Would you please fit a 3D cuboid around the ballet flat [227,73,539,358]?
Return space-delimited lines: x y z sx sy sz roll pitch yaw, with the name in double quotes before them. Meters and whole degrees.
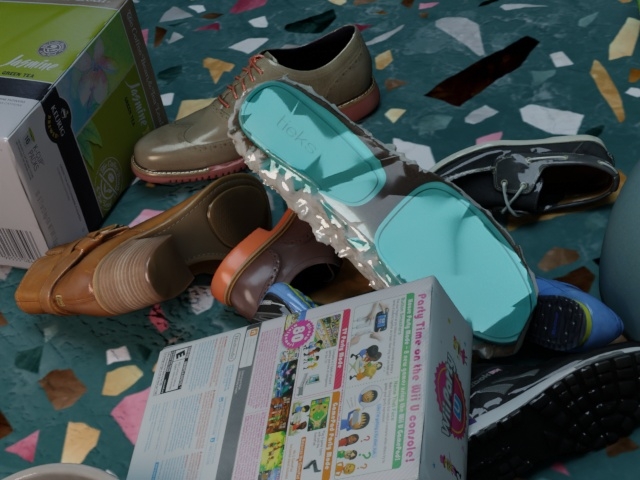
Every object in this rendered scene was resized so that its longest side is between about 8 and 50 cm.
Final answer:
"ballet flat" 0.068 -0.021 1.348 0.147 0.147 0.409 -37 69 -26

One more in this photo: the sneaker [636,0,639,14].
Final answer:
"sneaker" 0.578 -0.277 1.558 0.202 0.185 0.483 -18 35 -28

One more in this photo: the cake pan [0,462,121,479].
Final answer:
"cake pan" -0.239 0.334 1.067 0.293 0.054 0.293 -16 53 22

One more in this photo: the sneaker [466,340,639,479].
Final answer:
"sneaker" 0.187 0.146 1.214 0.283 0.107 0.124 -22 35 -10

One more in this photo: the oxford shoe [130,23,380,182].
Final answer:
"oxford shoe" -0.094 -0.185 1.651 0.348 0.130 0.123 -25 41 -15

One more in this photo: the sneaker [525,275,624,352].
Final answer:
"sneaker" 0.222 0.068 1.335 0.082 0.069 0.209 3 12 -42

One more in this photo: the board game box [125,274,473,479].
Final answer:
"board game box" -0.020 0.174 1.163 0.303 0.097 0.224 -16 41 25

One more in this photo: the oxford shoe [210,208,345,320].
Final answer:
"oxford shoe" 0.000 0.000 1.457 0.098 0.097 0.271 35 64 22

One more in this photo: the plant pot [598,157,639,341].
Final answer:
"plant pot" 0.426 -0.030 1.283 0.290 0.195 0.290 -8 39 6

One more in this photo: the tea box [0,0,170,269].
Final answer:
"tea box" -0.423 -0.153 1.633 0.329 0.220 0.323 7 44 22

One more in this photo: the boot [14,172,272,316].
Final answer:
"boot" -0.201 0.013 1.488 0.220 0.109 0.283 -10 23 35

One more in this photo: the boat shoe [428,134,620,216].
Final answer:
"boat shoe" 0.226 -0.066 1.465 0.233 0.084 0.079 -9 39 -1

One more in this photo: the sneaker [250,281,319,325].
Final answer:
"sneaker" -0.006 0.125 1.319 0.078 0.067 0.188 -50 58 11
